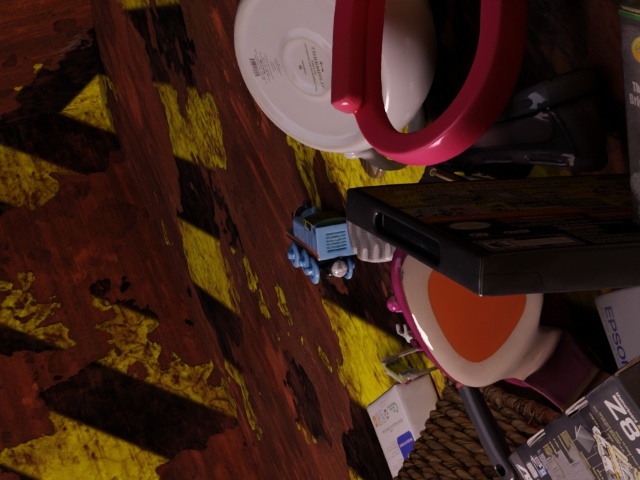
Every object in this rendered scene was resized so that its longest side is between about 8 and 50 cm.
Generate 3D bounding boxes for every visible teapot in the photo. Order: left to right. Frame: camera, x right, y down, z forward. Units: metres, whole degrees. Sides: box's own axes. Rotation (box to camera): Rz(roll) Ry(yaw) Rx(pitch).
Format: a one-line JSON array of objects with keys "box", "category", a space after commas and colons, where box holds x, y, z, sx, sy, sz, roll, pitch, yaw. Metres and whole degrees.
[{"box": [0.041, -0.230, 1.479, 0.252, 0.187, 0.256, 41, 138, 10], "category": "teapot"}]

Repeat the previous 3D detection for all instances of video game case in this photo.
[{"box": [0.191, -0.010, 1.023, 0.248, 0.275, 0.035, -147, 55, -66], "category": "video game case"}]

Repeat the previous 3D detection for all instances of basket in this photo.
[{"box": [0.232, 0.312, 1.491, 0.213, 0.223, 0.299, 34, 171, -19], "category": "basket"}]

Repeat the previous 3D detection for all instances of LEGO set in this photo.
[{"box": [0.141, 0.112, 1.609, 0.287, 0.107, 0.132, 139, 113, -73], "category": "LEGO set"}]

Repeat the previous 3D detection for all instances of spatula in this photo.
[{"box": [0.147, 0.118, 1.383, 0.084, 0.030, 0.296, -45, 59, 56], "category": "spatula"}]

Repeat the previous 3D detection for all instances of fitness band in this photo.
[{"box": [0.104, -0.213, 1.239, 0.209, 0.054, 0.291, -13, 66, 41], "category": "fitness band"}]

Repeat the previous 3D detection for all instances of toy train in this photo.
[{"box": [0.000, 0.000, 2.027, 0.184, 0.080, 0.105, -142, 47, -67], "category": "toy train"}]

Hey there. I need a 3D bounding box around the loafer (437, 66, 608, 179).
[{"box": [0.182, -0.092, 1.280, 0.095, 0.109, 0.302, 69, 161, -2], "category": "loafer"}]

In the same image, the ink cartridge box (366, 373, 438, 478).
[{"box": [0.172, 0.385, 1.864, 0.176, 0.069, 0.371, 124, 129, -69], "category": "ink cartridge box"}]

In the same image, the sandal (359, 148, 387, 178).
[{"box": [0.070, -0.156, 1.694, 0.180, 0.049, 0.072, -103, 14, -45], "category": "sandal"}]

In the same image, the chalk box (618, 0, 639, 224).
[{"box": [0.289, -0.105, 0.861, 0.132, 0.132, 0.213, -136, 34, -61], "category": "chalk box"}]

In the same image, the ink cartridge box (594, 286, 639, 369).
[{"box": [0.332, 0.134, 1.110, 0.224, 0.045, 0.223, 145, 107, -73], "category": "ink cartridge box"}]

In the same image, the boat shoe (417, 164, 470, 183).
[{"box": [0.191, -0.018, 1.244, 0.228, 0.081, 0.068, 17, 96, 26], "category": "boat shoe"}]

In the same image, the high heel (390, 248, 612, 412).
[{"box": [0.144, 0.060, 1.245, 0.377, 0.127, 0.181, 41, -178, -45], "category": "high heel"}]

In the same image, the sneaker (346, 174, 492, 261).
[{"box": [0.153, -0.031, 1.447, 0.281, 0.115, 0.105, 4, 107, 51], "category": "sneaker"}]

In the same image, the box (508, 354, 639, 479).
[{"box": [0.329, 0.292, 1.064, 0.395, 0.097, 0.318, 58, 165, 15], "category": "box"}]
